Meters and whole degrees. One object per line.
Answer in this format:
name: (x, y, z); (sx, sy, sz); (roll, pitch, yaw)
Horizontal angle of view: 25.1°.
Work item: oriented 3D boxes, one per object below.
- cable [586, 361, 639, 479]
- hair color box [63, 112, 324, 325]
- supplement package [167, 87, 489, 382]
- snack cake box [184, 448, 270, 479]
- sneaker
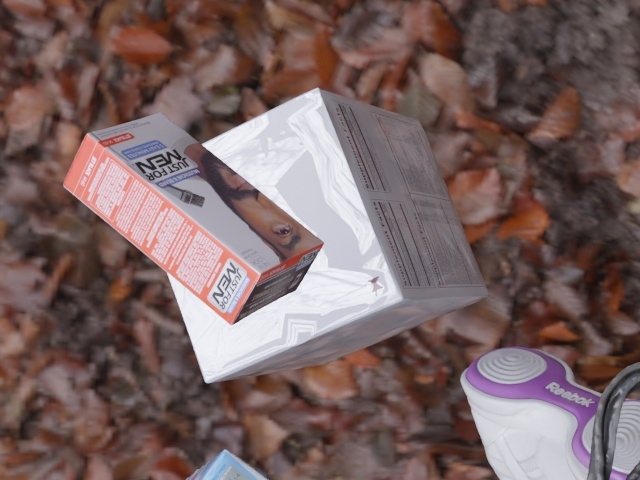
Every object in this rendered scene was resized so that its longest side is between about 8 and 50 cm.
cable: (0.192, 0.215, 1.052); (0.139, 0.072, 0.287); (39, 80, 25)
hair color box: (-0.091, -0.019, 1.039); (0.167, 0.093, 0.053); (39, 120, 15)
supplement package: (0.000, 0.000, 1.331); (0.199, 0.263, 0.198); (-24, 80, 20)
snack cake box: (-0.099, 0.251, 1.049); (0.089, 0.264, 0.152); (36, 70, -2)
sneaker: (0.242, 0.204, 1.269); (0.305, 0.114, 0.152); (35, 143, 58)
